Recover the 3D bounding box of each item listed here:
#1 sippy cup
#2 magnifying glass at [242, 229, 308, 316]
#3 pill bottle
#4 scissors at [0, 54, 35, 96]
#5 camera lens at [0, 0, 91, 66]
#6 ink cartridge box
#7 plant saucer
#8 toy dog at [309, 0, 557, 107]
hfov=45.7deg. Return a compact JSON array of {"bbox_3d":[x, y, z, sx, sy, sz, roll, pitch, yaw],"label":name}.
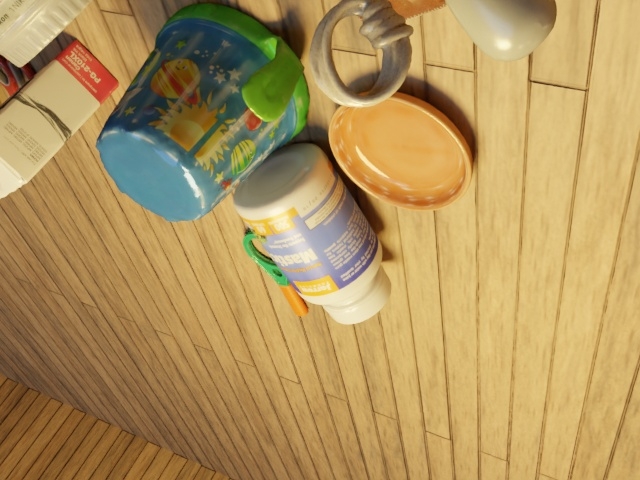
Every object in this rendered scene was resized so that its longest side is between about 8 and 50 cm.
[{"bbox_3d":[-0.166,-0.153,1.004,0.240,0.224,0.305,28,147,5],"label":"sippy cup"},{"bbox_3d":[-0.074,0.062,1.414,0.092,0.026,0.231,8,139,33],"label":"magnifying glass"},{"bbox_3d":[0.000,0.000,1.142,0.152,0.152,0.272,-1,135,41],"label":"pill bottle"},{"bbox_3d":[-0.538,-0.230,1.403,0.109,0.021,0.297,20,145,15],"label":"scissors"},{"bbox_3d":[-0.396,-0.372,0.892,0.219,0.219,0.274,-11,132,48],"label":"camera lens"},{"bbox_3d":[-0.454,-0.183,1.191,0.172,0.237,0.100,-14,127,49],"label":"ink cartridge box"},{"bbox_3d":[0.107,-0.120,0.995,0.200,0.037,0.200,21,146,15],"label":"plant saucer"},{"bbox_3d":[0.058,-0.287,0.683,0.220,0.161,0.333,-24,92,11],"label":"toy dog"}]
